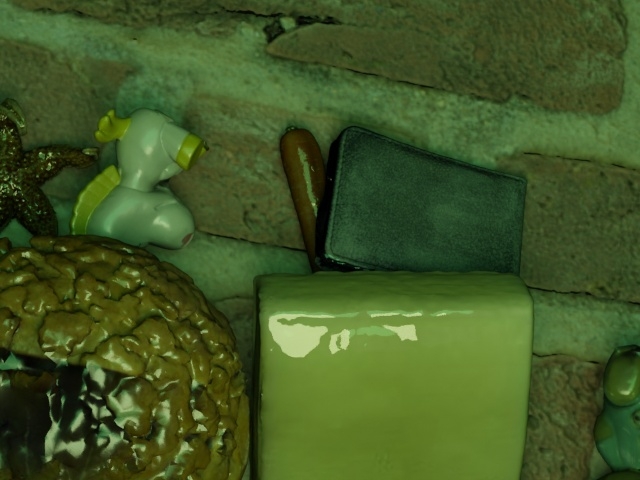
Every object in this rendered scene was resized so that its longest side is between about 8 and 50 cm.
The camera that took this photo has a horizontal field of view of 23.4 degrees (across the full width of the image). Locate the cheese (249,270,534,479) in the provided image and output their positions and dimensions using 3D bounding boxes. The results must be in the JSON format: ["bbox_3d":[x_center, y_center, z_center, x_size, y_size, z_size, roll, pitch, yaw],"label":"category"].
[{"bbox_3d":[0.066,0.153,1.501,0.265,0.124,0.242,0,114,-6],"label":"cheese"}]

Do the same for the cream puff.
[{"bbox_3d":[-0.233,0.156,1.424,0.327,0.231,0.343,-40,89,4],"label":"cream puff"}]

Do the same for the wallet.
[{"bbox_3d":[0.105,-0.021,1.586,0.222,0.036,0.167,14,59,-12],"label":"wallet"}]

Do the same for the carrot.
[{"bbox_3d":[0.000,0.000,1.598,0.043,0.043,0.248,-12,85,-9],"label":"carrot"}]

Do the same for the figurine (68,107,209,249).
[{"bbox_3d":[-0.185,-0.045,1.552,0.130,0.109,0.178,8,97,-35],"label":"figurine"}]

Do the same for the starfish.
[{"bbox_3d":[-0.314,-0.042,1.549,0.146,0.074,0.190,36,79,0],"label":"starfish"}]

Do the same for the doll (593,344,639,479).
[{"bbox_3d":[0.343,0.250,1.541,0.177,0.161,0.260,10,77,14],"label":"doll"}]
